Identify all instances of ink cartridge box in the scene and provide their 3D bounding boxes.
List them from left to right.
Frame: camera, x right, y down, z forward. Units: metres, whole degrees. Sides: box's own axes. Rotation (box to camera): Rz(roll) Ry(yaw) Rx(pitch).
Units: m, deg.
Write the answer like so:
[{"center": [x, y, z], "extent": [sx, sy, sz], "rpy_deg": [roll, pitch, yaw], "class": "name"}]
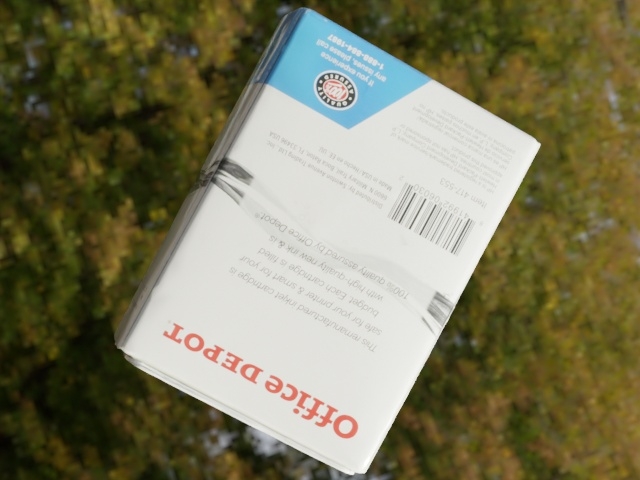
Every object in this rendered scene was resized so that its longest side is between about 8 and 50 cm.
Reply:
[{"center": [0.000, 0.000, 0.804], "extent": [0.191, 0.139, 0.082], "rpy_deg": [-61, -169, -1], "class": "ink cartridge box"}]
